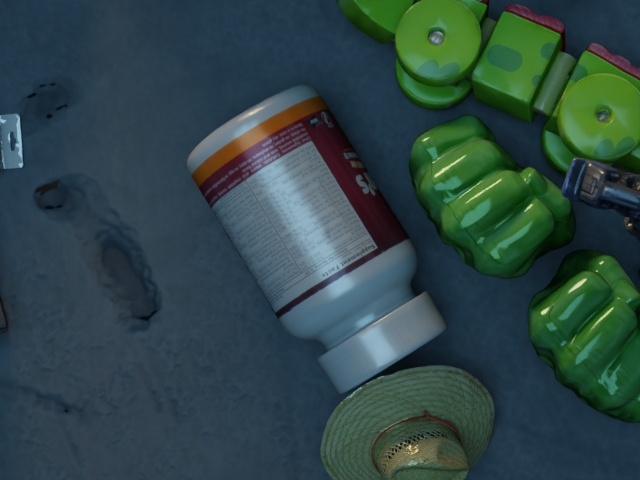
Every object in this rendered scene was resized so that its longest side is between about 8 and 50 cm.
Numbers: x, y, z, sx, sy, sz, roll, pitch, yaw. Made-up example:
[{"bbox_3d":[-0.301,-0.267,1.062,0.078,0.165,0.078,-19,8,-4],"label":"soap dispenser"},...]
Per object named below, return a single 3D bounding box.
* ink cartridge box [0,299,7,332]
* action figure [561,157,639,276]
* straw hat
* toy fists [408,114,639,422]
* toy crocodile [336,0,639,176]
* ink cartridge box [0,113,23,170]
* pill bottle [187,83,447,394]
[{"bbox_3d":[-0.363,0.037,1.450,0.175,0.072,0.127,-16,89,9],"label":"ink cartridge box"},{"bbox_3d":[0.305,0.068,1.232,0.341,0.330,0.178,15,110,-23],"label":"action figure"},{"bbox_3d":[0.077,0.168,1.351,0.144,0.061,0.144,-9,123,-14],"label":"straw hat"},{"bbox_3d":[0.170,0.022,1.332,0.096,0.142,0.279,-39,86,8],"label":"toy fists"},{"bbox_3d":[0.160,-0.129,1.344,0.340,0.115,0.105,27,84,7],"label":"toy crocodile"},{"bbox_3d":[-0.291,-0.080,1.459,0.083,0.028,0.048,-4,91,8],"label":"ink cartridge box"},{"bbox_3d":[0.000,0.000,1.368,0.121,0.121,0.221,-32,86,8],"label":"pill bottle"}]
